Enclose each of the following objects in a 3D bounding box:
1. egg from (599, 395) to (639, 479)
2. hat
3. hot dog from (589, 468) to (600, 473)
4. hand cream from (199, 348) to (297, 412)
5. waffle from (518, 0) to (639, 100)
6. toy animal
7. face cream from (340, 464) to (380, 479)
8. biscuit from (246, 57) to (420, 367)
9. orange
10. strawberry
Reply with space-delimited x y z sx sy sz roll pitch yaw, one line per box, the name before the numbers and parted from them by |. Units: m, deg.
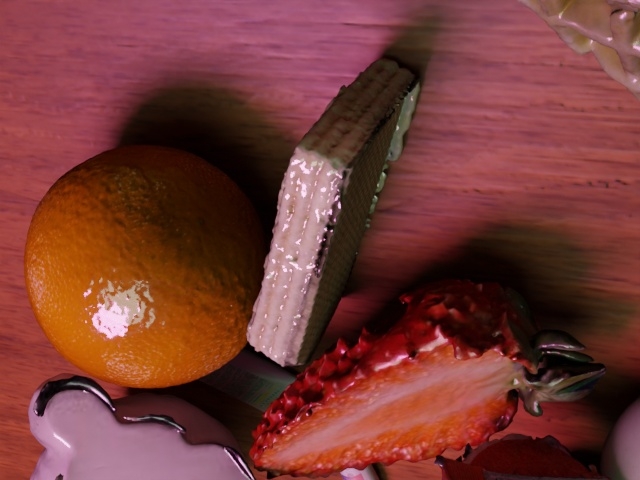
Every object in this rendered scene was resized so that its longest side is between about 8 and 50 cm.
egg | 0.305 0.176 0.648 0.149 0.149 0.192 31 138 -6
hat | 0.148 0.264 0.681 0.140 0.129 0.228 -8 126 -22
hot dog | 0.251 0.392 0.824 0.266 0.174 0.388 9 131 33
hand cream | -0.092 0.126 0.833 0.174 0.047 0.076 30 131 -16
waffle | 0.189 -0.138 0.402 0.309 0.056 0.292 35 171 -17
toy animal | -0.173 0.245 0.807 0.357 0.193 0.258 141 108 -72
face cream | 0.041 0.246 0.881 0.034 0.034 0.130 -9 125 26
biscuit | 0.000 0.000 0.622 0.052 0.150 0.252 25 133 10
orange | -0.136 0.023 0.667 0.205 0.206 0.206 10 130 12
strawberry | 0.073 0.103 0.679 0.286 0.106 0.188 -18 141 12
